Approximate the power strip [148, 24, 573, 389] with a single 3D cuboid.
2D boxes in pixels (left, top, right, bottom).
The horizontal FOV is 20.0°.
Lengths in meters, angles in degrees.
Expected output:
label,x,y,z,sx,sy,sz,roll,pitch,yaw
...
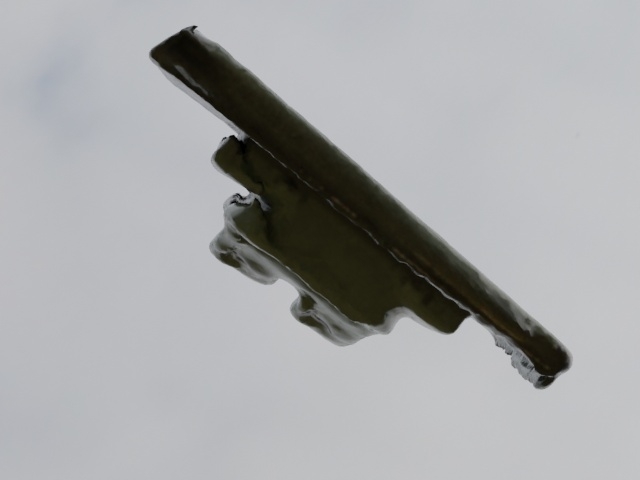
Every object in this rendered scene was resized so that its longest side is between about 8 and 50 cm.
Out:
label,x,y,z,sx,sy,sz,roll,pitch,yaw
power strip,0.000,0.000,0.746,0.198,0.213,0.064,38,-90,-1
